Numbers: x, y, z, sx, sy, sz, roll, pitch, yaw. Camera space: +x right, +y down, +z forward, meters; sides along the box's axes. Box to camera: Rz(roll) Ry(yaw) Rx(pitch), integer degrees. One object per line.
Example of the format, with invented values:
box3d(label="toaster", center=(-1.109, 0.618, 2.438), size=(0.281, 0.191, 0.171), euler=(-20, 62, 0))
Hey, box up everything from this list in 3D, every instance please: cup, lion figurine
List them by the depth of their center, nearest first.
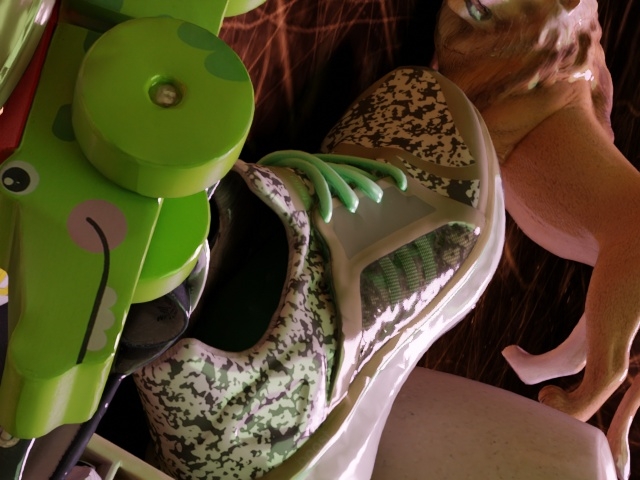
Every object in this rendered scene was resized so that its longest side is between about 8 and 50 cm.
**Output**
box3d(label="cup", center=(0.088, 0.228, 1.207), size=(0.331, 0.237, 0.331), euler=(-8, 90, -78))
box3d(label="lion figurine", center=(0.192, -0.035, 1.349), size=(0.240, 0.392, 0.142), euler=(-38, 163, 2))

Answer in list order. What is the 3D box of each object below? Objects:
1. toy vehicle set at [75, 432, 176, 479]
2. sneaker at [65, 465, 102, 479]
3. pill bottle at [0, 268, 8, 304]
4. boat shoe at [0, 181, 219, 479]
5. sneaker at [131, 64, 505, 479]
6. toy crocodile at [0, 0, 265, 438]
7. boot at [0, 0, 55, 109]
box3d(label="toy vehicle set", center=(-0.136, 0.235, 0.863), size=(0.035, 0.166, 0.267), euler=(-15, -134, 60))
box3d(label="sneaker", center=(-0.175, 0.181, 0.780), size=(0.235, 0.095, 0.090), euler=(-53, 139, -44))
box3d(label="pill bottle", center=(-0.157, -0.006, 0.678), size=(0.116, 0.065, 0.065), euler=(11, 97, -74))
box3d(label="boat shoe", center=(-0.104, 0.027, 0.837), size=(0.114, 0.091, 0.302), euler=(93, 23, -43))
box3d(label="sneaker", center=(0.000, 0.000, 1.096), size=(0.410, 0.158, 0.182), euler=(-63, 145, -41))
box3d(label="toy crocodile", center=(-0.071, -0.088, 0.684), size=(0.115, 0.105, 0.340), euler=(120, -14, -65))
box3d(label="boot", center=(-0.139, -0.143, 0.570), size=(0.165, 0.077, 0.213), euler=(23, 81, -74))
